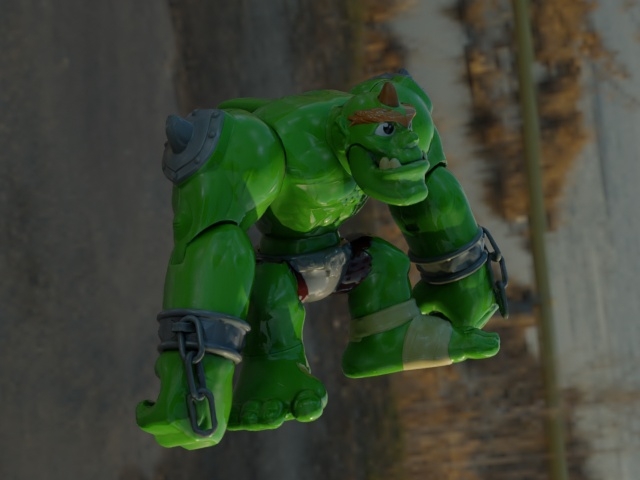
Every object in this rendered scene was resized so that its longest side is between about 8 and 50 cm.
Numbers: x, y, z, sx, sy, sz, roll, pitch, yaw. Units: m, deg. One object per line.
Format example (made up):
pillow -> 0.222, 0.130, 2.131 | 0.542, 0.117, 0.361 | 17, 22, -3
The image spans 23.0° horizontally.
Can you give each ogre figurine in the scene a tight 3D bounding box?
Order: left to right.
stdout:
ogre figurine -> 0.000, 0.000, 0.601 | 0.097, 0.197, 0.118 | -1, -78, 60
